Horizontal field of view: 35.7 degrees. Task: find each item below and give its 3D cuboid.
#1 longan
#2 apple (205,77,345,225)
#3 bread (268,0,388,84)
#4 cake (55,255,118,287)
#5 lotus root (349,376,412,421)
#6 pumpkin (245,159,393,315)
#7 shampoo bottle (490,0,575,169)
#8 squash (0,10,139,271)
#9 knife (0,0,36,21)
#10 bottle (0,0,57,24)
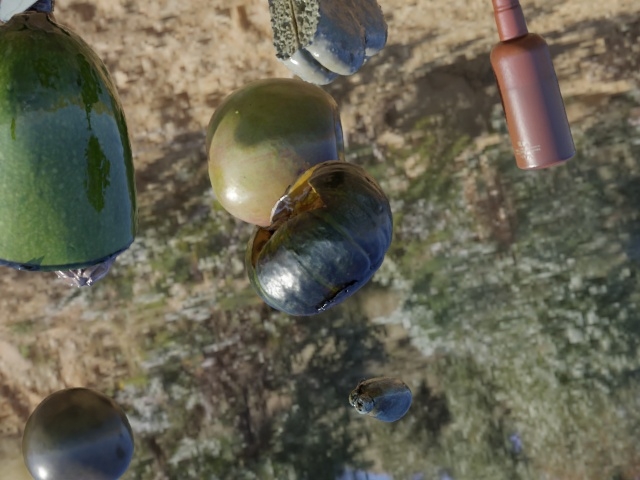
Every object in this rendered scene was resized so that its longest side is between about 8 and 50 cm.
[{"bbox_3d":[-0.408,0.350,1.672,0.185,0.204,0.159,15,167,-12],"label":"longan"},{"bbox_3d":[-0.084,-0.194,2.132,0.277,0.319,0.319,-12,-175,18],"label":"apple"},{"bbox_3d":[0.008,-0.355,1.445,0.183,0.337,0.102,23,135,-39],"label":"bread"},{"bbox_3d":[-0.489,0.011,2.076,0.185,0.178,0.208,-30,160,33],"label":"cake"},{"bbox_3d":[0.106,0.285,1.800,0.088,0.088,0.165,-8,169,37],"label":"lotus root"},{"bbox_3d":[0.003,0.001,1.409,0.238,0.159,0.238,-42,-155,24],"label":"pumpkin"},{"bbox_3d":[0.277,-0.219,1.336,0.085,0.244,0.085,-15,-167,4],"label":"shampoo bottle"},{"bbox_3d":[-0.391,-0.162,1.434,0.310,0.308,0.310,13,-146,-9],"label":"squash"},{"bbox_3d":[-0.395,-0.466,1.599,0.336,0.081,0.043,-31,-170,7],"label":"knife"},{"bbox_3d":[-0.696,-0.538,2.346,0.156,0.271,0.143,-23,175,31],"label":"bottle"}]
